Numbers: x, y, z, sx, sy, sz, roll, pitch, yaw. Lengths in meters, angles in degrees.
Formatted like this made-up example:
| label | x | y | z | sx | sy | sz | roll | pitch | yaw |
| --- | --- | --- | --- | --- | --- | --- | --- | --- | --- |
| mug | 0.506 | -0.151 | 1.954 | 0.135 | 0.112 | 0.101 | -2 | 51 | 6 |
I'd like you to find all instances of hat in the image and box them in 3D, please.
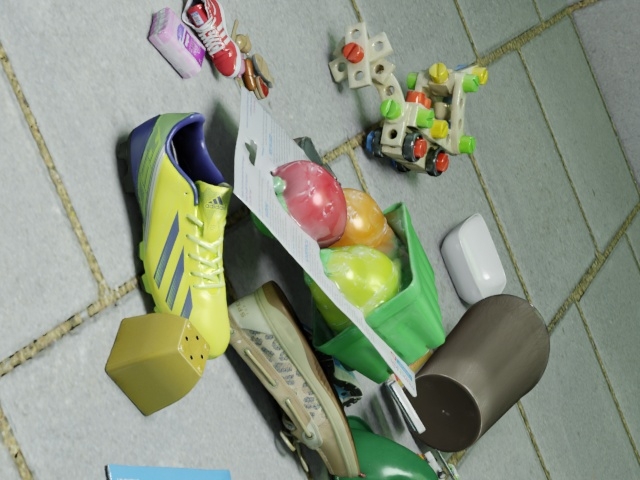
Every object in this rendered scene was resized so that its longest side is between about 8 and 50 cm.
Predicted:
| label | x | y | z | sx | sy | sz | roll | pitch | yaw |
| --- | --- | --- | --- | --- | --- | --- | --- | --- | --- |
| hat | 0.139 | 0.307 | 2.020 | 0.208 | 0.183 | 0.173 | 61 | 28 | -19 |

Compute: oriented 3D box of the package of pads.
| label | x | y | z | sx | sy | sz | roll | pitch | yaw |
| --- | --- | --- | --- | --- | --- | --- | --- | --- | --- |
| package of pads | -0.182 | -0.250 | 1.948 | 0.083 | 0.032 | 0.050 | 48 | 37 | -38 |

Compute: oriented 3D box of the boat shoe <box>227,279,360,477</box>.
| label | x | y | z | sx | sy | sz | roll | pitch | yaw |
| --- | --- | --- | --- | --- | --- | --- | --- | --- | --- |
| boat shoe | -0.034 | 0.183 | 1.903 | 0.285 | 0.089 | 0.104 | 64 | 1 | -20 |

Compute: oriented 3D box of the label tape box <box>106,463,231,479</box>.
| label | x | y | z | sx | sy | sz | roll | pitch | yaw |
| --- | --- | --- | --- | --- | --- | --- | --- | --- | --- |
| label tape box | -0.091 | 0.390 | 1.612 | 0.240 | 0.106 | 0.334 | 18 | 58 | -59 |

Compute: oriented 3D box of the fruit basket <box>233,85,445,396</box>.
| label | x | y | z | sx | sy | sz | roll | pitch | yaw |
| --- | --- | --- | --- | --- | --- | --- | --- | --- | --- |
| fruit basket | 0.000 | 0.000 | 1.922 | 0.353 | 0.165 | 0.327 | 42 | 20 | -21 |

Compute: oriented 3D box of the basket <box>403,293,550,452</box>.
| label | x | y | z | sx | sy | sz | roll | pitch | yaw |
| --- | --- | --- | --- | --- | --- | --- | --- | --- | --- |
| basket | 0.224 | 0.209 | 2.285 | 0.154 | 0.204 | 0.227 | 35 | 34 | 13 |

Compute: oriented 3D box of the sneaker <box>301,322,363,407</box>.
| label | x | y | z | sx | sy | sz | roll | pitch | yaw |
| --- | --- | --- | --- | --- | --- | --- | --- | --- | --- |
| sneaker | -0.006 | 0.155 | 2.007 | 0.162 | 0.063 | 0.073 | 52 | 14 | -41 |

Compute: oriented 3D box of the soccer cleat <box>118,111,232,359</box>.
| label | x | y | z | sx | sy | sz | roll | pitch | yaw |
| --- | --- | --- | --- | --- | --- | --- | --- | --- | --- |
| soccer cleat | -0.146 | -0.009 | 1.753 | 0.093 | 0.121 | 0.289 | 2 | 71 | -62 |

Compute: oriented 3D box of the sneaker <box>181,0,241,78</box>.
| label | x | y | z | sx | sy | sz | roll | pitch | yaw |
| --- | --- | --- | --- | --- | --- | --- | --- | --- | --- |
| sneaker | -0.145 | -0.271 | 2.022 | 0.067 | 0.042 | 0.118 | 16 | 51 | -64 |

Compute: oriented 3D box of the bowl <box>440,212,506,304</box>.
| label | x | y | z | sx | sy | sz | roll | pitch | yaw |
| --- | --- | --- | --- | --- | --- | --- | --- | --- | --- |
| bowl | 0.251 | 0.036 | 2.569 | 0.142 | 0.053 | 0.142 | 67 | 25 | -7 |

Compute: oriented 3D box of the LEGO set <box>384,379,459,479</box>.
| label | x | y | z | sx | sy | sz | roll | pitch | yaw |
| --- | --- | --- | --- | --- | --- | --- | --- | --- | --- |
| LEGO set | 0.142 | 0.307 | 2.116 | 0.244 | 0.060 | 0.182 | 59 | -4 | 3 |

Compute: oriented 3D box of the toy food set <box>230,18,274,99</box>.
| label | x | y | z | sx | sy | sz | roll | pitch | yaw |
| --- | --- | --- | --- | --- | --- | --- | --- | --- | --- |
| toy food set | -0.101 | -0.240 | 2.115 | 0.078 | 0.019 | 0.122 | -80 | 150 | -44 |

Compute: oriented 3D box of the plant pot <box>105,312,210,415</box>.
| label | x | y | z | sx | sy | sz | roll | pitch | yaw |
| --- | --- | --- | --- | --- | --- | --- | --- | --- | --- |
| plant pot | -0.168 | 0.126 | 1.663 | 0.081 | 0.083 | 0.081 | 54 | 30 | -31 |

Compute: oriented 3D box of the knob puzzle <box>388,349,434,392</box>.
| label | x | y | z | sx | sy | sz | roll | pitch | yaw |
| --- | --- | --- | --- | --- | --- | --- | --- | --- | --- |
| knob puzzle | 0.114 | 0.114 | 2.279 | 0.213 | 0.030 | 0.213 | 41 | 39 | -45 |

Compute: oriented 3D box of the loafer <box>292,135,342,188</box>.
| label | x | y | z | sx | sy | sz | roll | pitch | yaw |
| --- | --- | --- | --- | --- | --- | --- | --- | --- | --- |
| loafer | 0.026 | -0.025 | 2.138 | 0.096 | 0.084 | 0.268 | -17 | 88 | -64 |

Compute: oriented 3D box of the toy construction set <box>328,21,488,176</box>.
| label | x | y | z | sx | sy | sz | roll | pitch | yaw |
| --- | --- | --- | --- | --- | --- | --- | --- | --- | --- |
| toy construction set | 0.149 | -0.219 | 2.433 | 0.327 | 0.151 | 0.215 | 19 | 81 | -49 |
